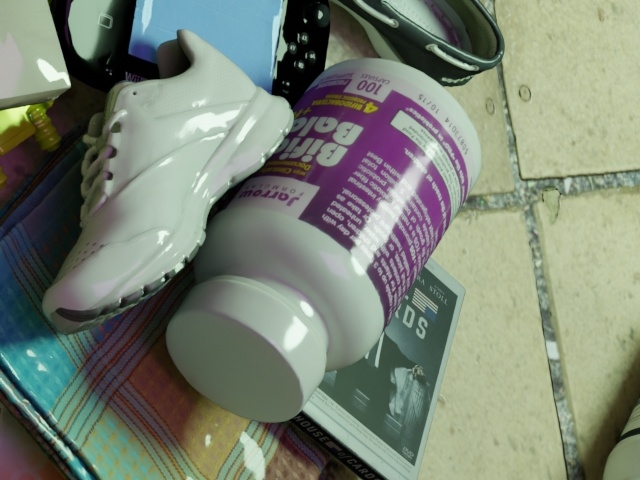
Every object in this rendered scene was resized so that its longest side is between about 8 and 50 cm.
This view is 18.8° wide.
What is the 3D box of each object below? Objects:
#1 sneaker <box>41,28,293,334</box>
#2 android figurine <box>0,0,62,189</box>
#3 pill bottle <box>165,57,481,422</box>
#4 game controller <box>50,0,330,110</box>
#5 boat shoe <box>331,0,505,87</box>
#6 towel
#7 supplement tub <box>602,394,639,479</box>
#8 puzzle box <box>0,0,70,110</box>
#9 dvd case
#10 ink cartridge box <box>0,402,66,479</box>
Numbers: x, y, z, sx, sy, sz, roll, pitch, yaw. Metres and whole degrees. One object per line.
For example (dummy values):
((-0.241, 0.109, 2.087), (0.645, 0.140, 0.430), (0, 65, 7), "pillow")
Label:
((-0.140, -0.044, 1.491), (0.129, 0.111, 0.297), (46, 47, -14), "sneaker")
((-0.299, -0.168, 1.490), (0.248, 0.056, 0.273), (-39, 105, -38), "android figurine")
((0.000, 0.000, 1.587), (0.169, 0.169, 0.301), (51, 50, -21), "pill bottle")
((-0.102, -0.180, 1.617), (0.319, 0.067, 0.166), (17, 69, -49), "game controller")
((0.051, -0.254, 1.776), (0.302, 0.091, 0.114), (36, 61, -30), "boat shoe")
((-0.134, 0.109, 1.543), (0.370, 0.040, 0.271), (54, 37, -18), "towel")
((0.396, 0.208, 1.915), (0.191, 0.191, 0.272), (48, 55, -23), "supplement tub")
((-0.396, -0.196, 1.359), (0.409, 0.052, 0.272), (-12, 83, -33), "puzzle box")
((0.042, 0.088, 1.718), (0.179, 0.029, 0.238), (41, 48, -28), "dvd case")
((-0.194, 0.141, 1.527), (0.145, 0.045, 0.179), (24, 70, -36), "ink cartridge box")
